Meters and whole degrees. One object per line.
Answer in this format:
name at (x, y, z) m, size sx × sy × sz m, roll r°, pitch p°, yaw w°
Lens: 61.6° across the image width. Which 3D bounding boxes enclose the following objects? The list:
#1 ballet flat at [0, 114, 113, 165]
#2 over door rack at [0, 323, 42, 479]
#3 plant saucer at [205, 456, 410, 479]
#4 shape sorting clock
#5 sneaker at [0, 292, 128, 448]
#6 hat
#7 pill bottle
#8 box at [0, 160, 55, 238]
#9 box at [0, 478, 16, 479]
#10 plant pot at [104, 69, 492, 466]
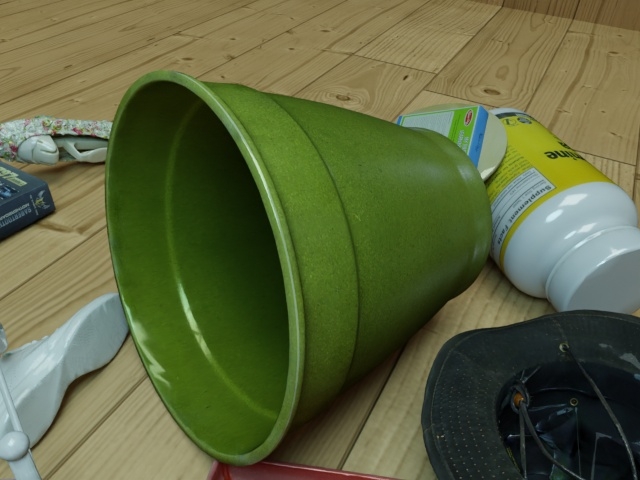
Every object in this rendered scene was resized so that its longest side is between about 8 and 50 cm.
ballet flat at (-0.444, -0.167, 0.930) m, size 0.241 × 0.091 × 0.077 m, roll -14°, pitch 54°, yaw -38°
over door rack at (-0.345, 0.197, 0.404) m, size 0.240 × 0.108 × 0.324 m, roll -23°, pitch 49°, yaw -27°
plant saucer at (0.011, 0.281, 0.407) m, size 0.259 × 0.047 × 0.259 m, roll 7°, pitch 16°, yaw 4°
shape sorting clock at (0.167, -0.131, 0.791) m, size 0.206 × 0.040 × 0.206 m, roll -17°, pitch 44°, yaw 17°
sneaker at (-0.309, 0.131, 0.608) m, size 0.094 × 0.080 × 0.212 m, roll 7°, pitch 38°, yaw 23°
hat at (0.256, 0.213, 0.503) m, size 0.332 × 0.133 × 0.331 m, roll -1°, pitch 34°, yaw 1°
pill bottle at (0.319, -0.040, 0.777) m, size 0.188 × 0.187 × 0.333 m, roll -7°, pitch 40°, yaw -14°
box at (-0.569, -0.065, 0.836) m, size 0.233 × 0.059 × 0.183 m, roll 22°, pitch 42°, yaw 23°
box at (-0.318, 0.286, 0.430) m, size 0.105 × 0.043 × 0.179 m, roll 0°, pitch 38°, yaw -5°
plant pot at (0.000, 0.000, 0.610) m, size 0.353 × 0.366 × 0.366 m, roll -13°, pitch 40°, yaw -38°
